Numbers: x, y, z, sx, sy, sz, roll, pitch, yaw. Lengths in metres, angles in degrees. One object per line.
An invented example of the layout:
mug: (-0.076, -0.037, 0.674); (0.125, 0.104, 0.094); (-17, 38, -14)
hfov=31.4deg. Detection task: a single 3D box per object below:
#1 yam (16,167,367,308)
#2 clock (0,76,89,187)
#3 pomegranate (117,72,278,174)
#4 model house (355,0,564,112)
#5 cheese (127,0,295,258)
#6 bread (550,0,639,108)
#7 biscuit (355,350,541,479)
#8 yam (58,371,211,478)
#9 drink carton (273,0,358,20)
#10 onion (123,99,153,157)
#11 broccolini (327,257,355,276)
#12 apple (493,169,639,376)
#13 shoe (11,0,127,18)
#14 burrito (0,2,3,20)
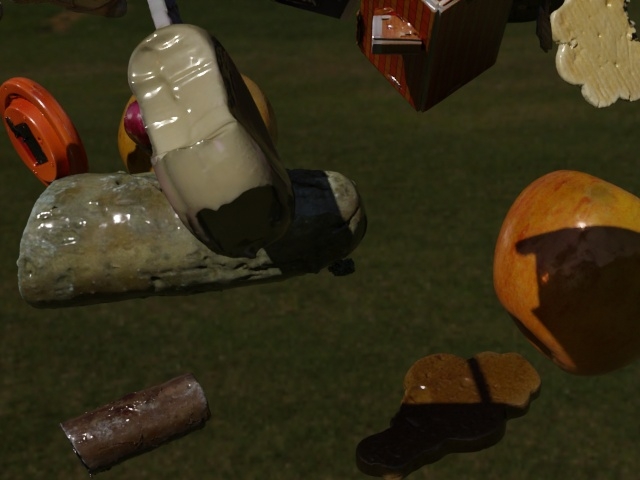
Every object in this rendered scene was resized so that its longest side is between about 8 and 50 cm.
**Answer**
yam: (-0.120, -0.011, 1.091); (0.330, 0.133, 0.133); (-6, 14, 5)
clock: (-0.436, -0.159, 1.776); (0.051, 0.205, 0.205); (-38, 31, -30)
pomegranate: (-0.190, -0.163, 1.825); (0.264, 0.264, 0.264); (-4, 15, 1)
model house: (0.133, -0.219, 1.021); (0.207, 0.154, 0.294); (6, -18, 2)
cheese: (-0.104, -0.121, 0.910); (0.082, 0.286, 0.163); (-26, -26, 5)
bread: (0.495, -0.362, 2.045); (0.181, 0.251, 0.039); (-14, 5, -14)
biscuit: (0.180, 0.252, 1.664); (0.183, 0.047, 0.319); (24, 44, 36)
yam: (-0.357, 0.361, 2.222); (0.279, 0.131, 0.131); (-21, 18, -13)
drink carton: (-0.039, -0.422, 1.668); (0.222, 0.102, 0.134); (14, -20, -7)
onion: (-0.197, -0.151, 1.451); (0.107, 0.097, 0.107); (11, -4, 1)
broccolini: (0.001, 0.004, 2.215); (0.054, 0.194, 0.052); (-34, 21, 10)
apple: (0.395, 0.051, 1.712); (0.299, 0.275, 0.299); (34, 4, -3)
shoe: (-0.347, -0.441, 1.682); (0.198, 0.172, 0.351); (8, -3, -20)
burrito: (-0.470, -0.270, 1.440); (0.149, 0.041, 0.055); (-23, 2, 7)
